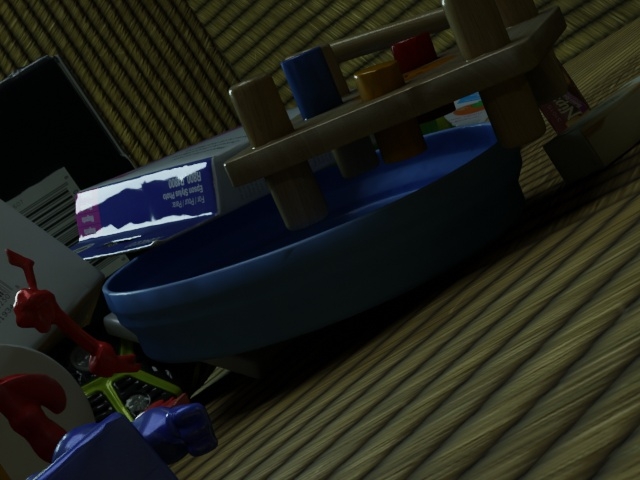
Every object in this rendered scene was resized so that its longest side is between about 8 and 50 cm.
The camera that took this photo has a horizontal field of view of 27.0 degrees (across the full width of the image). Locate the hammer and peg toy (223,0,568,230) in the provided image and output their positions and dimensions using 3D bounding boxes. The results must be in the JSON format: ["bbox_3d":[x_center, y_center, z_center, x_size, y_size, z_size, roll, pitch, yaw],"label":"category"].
[{"bbox_3d":[0.078,-0.132,1.137,0.266,0.127,0.361,-21,9,19],"label":"hammer and peg toy"}]

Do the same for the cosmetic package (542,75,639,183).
[{"bbox_3d":[0.249,-0.098,1.126,0.115,0.041,0.060,-35,3,-27],"label":"cosmetic package"}]

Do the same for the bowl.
[{"bbox_3d":[0.000,0.000,1.192,0.391,0.077,0.391,-21,10,4],"label":"bowl"}]

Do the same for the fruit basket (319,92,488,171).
[{"bbox_3d":[0.064,-0.135,1.781,0.327,0.165,0.353,-11,23,24],"label":"fruit basket"}]

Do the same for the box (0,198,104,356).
[{"bbox_3d":[-0.384,0.138,1.439,0.215,0.168,0.345,-53,-4,-33],"label":"box"}]

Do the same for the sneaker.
[{"bbox_3d":[-0.185,0.148,1.405,0.385,0.145,0.147,-46,-25,-46],"label":"sneaker"}]

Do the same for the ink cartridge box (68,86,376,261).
[{"bbox_3d":[-0.127,-0.070,1.445,0.330,0.071,0.324,-25,9,-34],"label":"ink cartridge box"}]

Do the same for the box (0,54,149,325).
[{"bbox_3d":[-0.424,0.043,2.040,0.297,0.480,0.472,-36,3,-22],"label":"box"}]

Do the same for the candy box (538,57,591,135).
[{"bbox_3d":[0.276,-0.182,1.593,0.053,0.109,0.187,-34,3,13],"label":"candy box"}]

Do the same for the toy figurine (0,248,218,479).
[{"bbox_3d":[-0.170,0.136,0.603,0.362,0.191,0.217,-38,9,-37],"label":"toy figurine"}]

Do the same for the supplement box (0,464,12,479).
[{"bbox_3d":[-0.301,0.238,0.849,0.191,0.129,0.194,-33,2,13],"label":"supplement box"}]

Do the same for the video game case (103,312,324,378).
[{"bbox_3d":[-0.078,0.061,1.340,0.212,0.023,0.193,11,34,39],"label":"video game case"}]

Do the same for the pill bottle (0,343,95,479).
[{"bbox_3d":[-0.340,0.213,1.147,0.334,0.188,0.188,-32,3,41],"label":"pill bottle"}]
